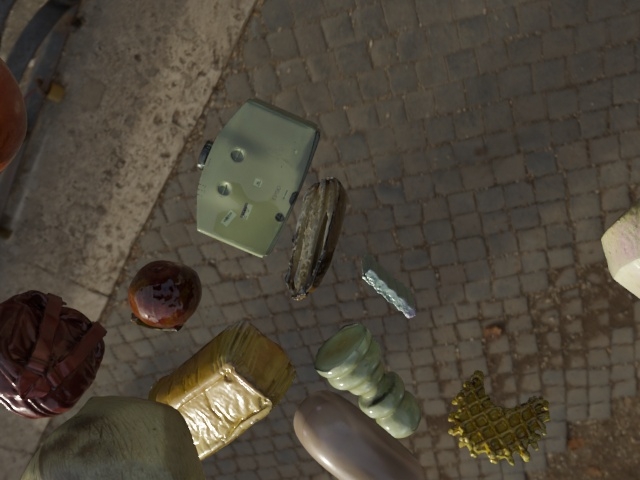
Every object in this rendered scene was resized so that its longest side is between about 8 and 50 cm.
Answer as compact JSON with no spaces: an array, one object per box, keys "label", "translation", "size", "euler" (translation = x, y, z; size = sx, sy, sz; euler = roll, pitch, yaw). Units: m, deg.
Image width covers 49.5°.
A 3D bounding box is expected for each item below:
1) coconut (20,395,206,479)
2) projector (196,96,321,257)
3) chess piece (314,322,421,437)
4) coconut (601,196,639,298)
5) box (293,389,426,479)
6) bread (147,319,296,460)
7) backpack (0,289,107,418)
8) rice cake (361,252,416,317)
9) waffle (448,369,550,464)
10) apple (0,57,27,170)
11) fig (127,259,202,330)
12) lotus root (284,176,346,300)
[{"label":"coconut","translation":[-0.239,0.280,0.796],"size":[0.224,0.224,0.224],"euler":[2,123,4]},{"label":"projector","translation":[-0.131,-0.123,1.297],"size":[0.193,0.088,0.270],"euler":[23,106,-5]},{"label":"chess piece","translation":[0.148,0.399,1.887],"size":[0.182,0.182,0.330],"euler":[-32,108,23]},{"label":"coconut","translation":[0.593,0.015,1.120],"size":[0.236,0.237,0.197],"euler":[1,160,4]},{"label":"box","translation":[0.052,0.282,0.932],"size":[0.200,0.146,0.088],"euler":[41,81,-16]},{"label":"bread","translation":[-0.179,0.261,1.188],"size":[0.152,0.119,0.288],"euler":[44,121,-11]},{"label":"backpack","translation":[-0.460,0.191,1.139],"size":[0.138,0.229,0.229],"euler":[-32,115,14]},{"label":"rice cake","translation":[0.177,0.115,1.815],"size":[0.189,0.198,0.037],"euler":[41,100,2]},{"label":"waffle","translation":[0.525,0.537,2.085],"size":[0.292,0.260,0.069],"euler":[15,150,32]},{"label":"apple","translation":[-0.616,-0.216,1.165],"size":[0.241,0.241,0.242],"euler":[-7,115,-14]},{"label":"fig","translation":[-0.407,0.150,1.818],"size":[0.205,0.205,0.205],"euler":[2,123,4]},{"label":"lotus root","translation":[0.000,0.001,1.778],"size":[0.078,0.330,0.167],"euler":[24,161,-30]}]
